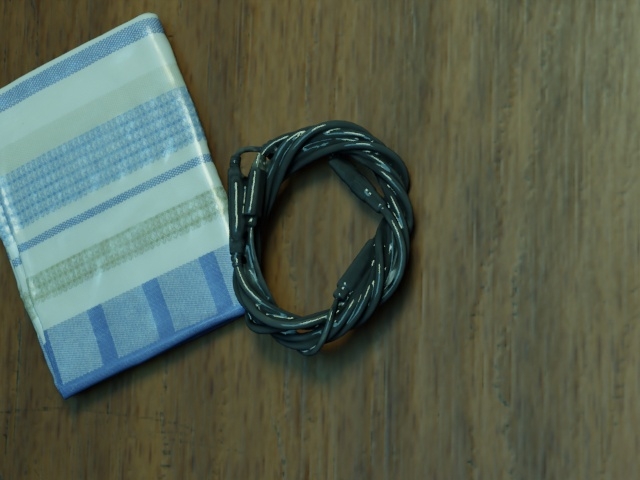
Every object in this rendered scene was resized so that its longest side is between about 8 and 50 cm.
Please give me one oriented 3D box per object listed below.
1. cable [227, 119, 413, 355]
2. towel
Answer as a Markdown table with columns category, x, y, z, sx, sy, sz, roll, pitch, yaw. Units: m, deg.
| category | x | y | z | sx | sy | sz | roll | pitch | yaw |
| --- | --- | --- | --- | --- | --- | --- | --- | --- | --- |
| cable | 0.000 | 0.000 | 1.252 | 0.150 | 0.047 | 0.184 | -6 | 73 | 9 |
| towel | -0.179 | -0.031 | 1.348 | 0.209 | 0.034 | 0.285 | -26 | 74 | 15 |
